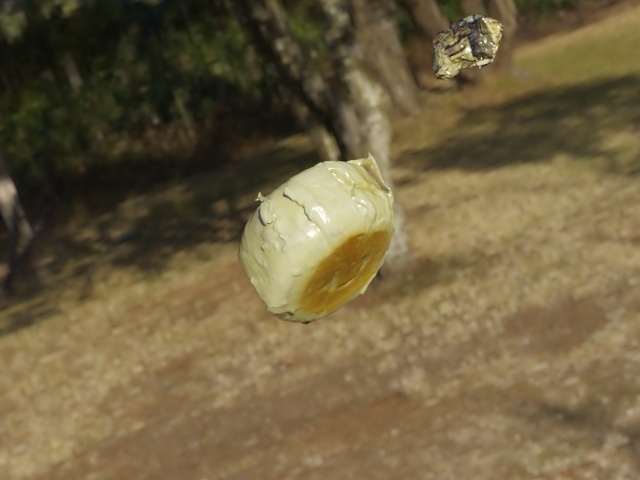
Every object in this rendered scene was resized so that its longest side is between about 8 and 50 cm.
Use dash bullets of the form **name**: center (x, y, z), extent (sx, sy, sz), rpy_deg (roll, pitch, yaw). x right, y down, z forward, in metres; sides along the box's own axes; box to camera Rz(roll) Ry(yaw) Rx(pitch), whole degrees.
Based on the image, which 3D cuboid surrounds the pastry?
- **pastry**: center (0.000, 0.000, 1.382), extent (0.166, 0.088, 0.166), rpy_deg (-32, -27, -18)

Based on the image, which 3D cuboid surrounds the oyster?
- **oyster**: center (0.135, -0.184, 1.440), extent (0.083, 0.054, 0.019), rpy_deg (-20, -17, 32)
